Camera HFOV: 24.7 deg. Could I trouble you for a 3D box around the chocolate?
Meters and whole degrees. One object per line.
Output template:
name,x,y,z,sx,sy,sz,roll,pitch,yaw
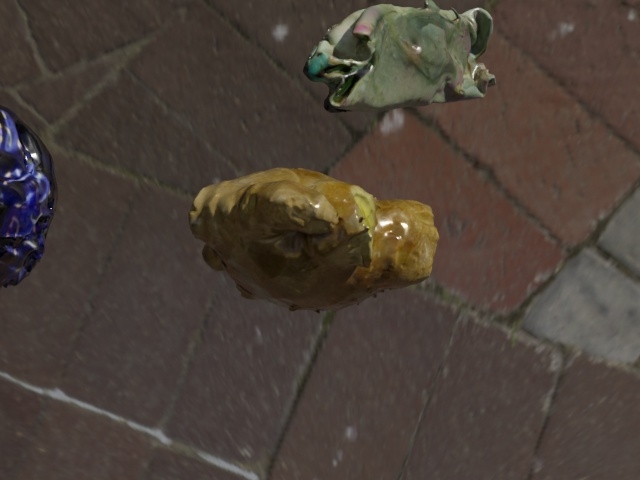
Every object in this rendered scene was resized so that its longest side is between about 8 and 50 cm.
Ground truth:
chocolate,-0.227,-0.018,0.785,0.126,0.343,0.148,1,95,-2

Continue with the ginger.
ginger,0.000,0.000,1.103,0.157,0.216,0.102,-17,66,34

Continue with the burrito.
burrito,0.077,-0.165,1.307,0.066,0.309,0.096,-3,98,31
